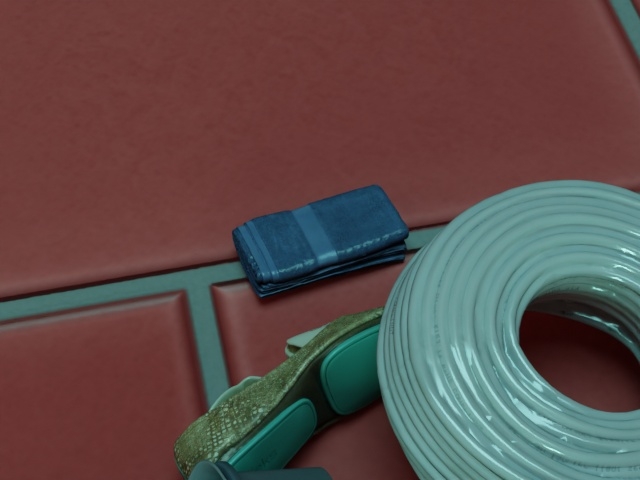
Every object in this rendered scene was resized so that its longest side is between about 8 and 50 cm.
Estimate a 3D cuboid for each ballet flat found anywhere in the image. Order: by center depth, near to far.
[{"bbox_3d":[-0.015,0.095,1.028,0.206,0.073,0.067,-34,41,-29],"label":"ballet flat"}]

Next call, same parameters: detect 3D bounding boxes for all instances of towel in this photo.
[{"bbox_3d":[0.000,0.000,1.135,0.119,0.029,0.067,-17,50,-12],"label":"towel"}]

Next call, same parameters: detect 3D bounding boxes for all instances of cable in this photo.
[{"bbox_3d":[0.163,0.078,0.987,0.257,0.089,0.257,-15,61,-20],"label":"cable"}]

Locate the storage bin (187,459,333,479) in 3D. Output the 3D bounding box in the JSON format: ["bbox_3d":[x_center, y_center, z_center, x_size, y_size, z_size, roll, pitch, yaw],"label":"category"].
[{"bbox_3d":[-0.019,0.200,0.927,0.091,0.098,0.135,-2,41,-38],"label":"storage bin"}]
